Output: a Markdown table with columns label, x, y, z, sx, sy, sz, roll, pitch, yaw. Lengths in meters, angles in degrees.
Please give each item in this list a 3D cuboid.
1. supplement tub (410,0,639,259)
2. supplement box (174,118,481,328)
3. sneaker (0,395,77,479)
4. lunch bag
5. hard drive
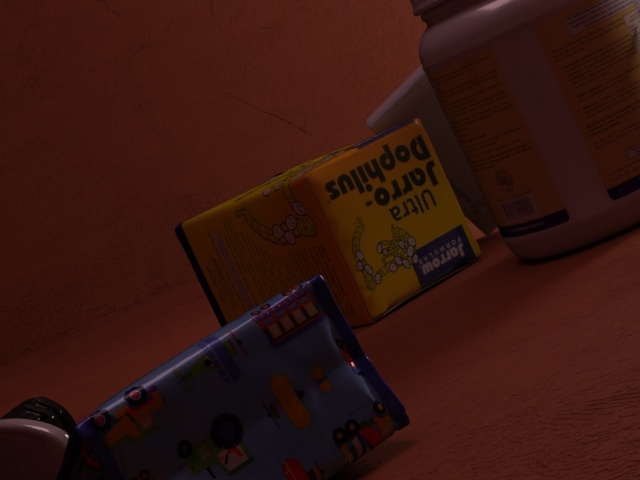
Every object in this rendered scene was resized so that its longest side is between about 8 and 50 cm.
| label | x | y | z | sx | sy | sz | roll | pitch | yaw |
| --- | --- | --- | --- | --- | --- | --- | --- | --- | --- |
| supplement tub | 0.255 | -0.171 | 1.549 | 0.241 | 0.331 | 0.241 | -25 | 5 | 2 |
| supplement box | 0.000 | 0.000 | 1.809 | 0.194 | 0.195 | 0.356 | -29 | 7 | -33 |
| sneaker | -0.322 | 0.225 | 1.583 | 0.147 | 0.104 | 0.296 | -37 | 7 | -40 |
| lunch bag | -0.102 | 0.166 | 1.125 | 0.221 | 0.138 | 0.293 | -31 | -2 | -26 |
| hard drive | 0.263 | -0.202 | 1.812 | 0.353 | 0.233 | 0.047 | -45 | 23 | 11 |
